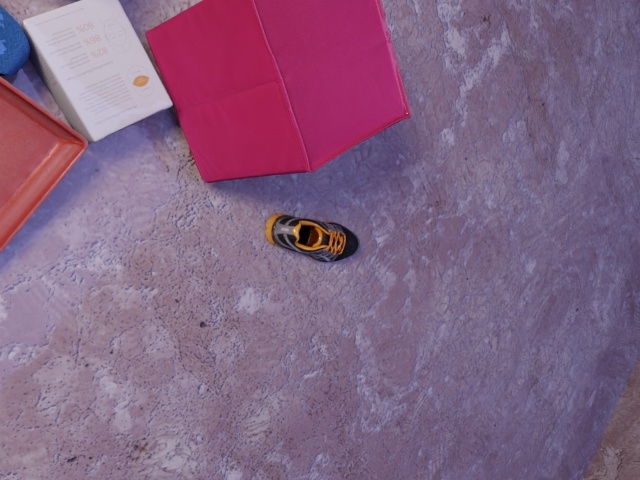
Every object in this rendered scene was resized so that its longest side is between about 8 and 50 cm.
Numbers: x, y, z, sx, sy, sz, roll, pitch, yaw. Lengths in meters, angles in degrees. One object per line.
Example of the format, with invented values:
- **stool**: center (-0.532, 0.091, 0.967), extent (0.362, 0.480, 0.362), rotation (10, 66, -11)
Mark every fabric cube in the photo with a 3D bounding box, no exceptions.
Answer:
- **fabric cube**: center (-0.059, -0.253, 0.802), extent (0.254, 0.258, 0.259), rotation (-34, 115, -39)

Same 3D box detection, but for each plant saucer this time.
- **plant saucer**: center (-0.470, -0.099, 0.626), extent (0.259, 0.048, 0.258), rotation (-53, 139, -5)

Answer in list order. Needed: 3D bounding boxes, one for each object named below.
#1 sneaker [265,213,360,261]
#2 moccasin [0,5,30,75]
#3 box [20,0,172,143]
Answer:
- **sneaker**: center (0.000, 0.000, 1.005), extent (0.215, 0.083, 0.084), rotation (8, 89, -37)
- **moccasin**: center (-0.513, -0.310, 0.587), extent (0.137, 0.117, 0.342), rotation (-53, 125, -17)
- **box**: center (-0.320, -0.242, 0.743), extent (0.130, 0.091, 0.170), rotation (-36, 114, -27)
